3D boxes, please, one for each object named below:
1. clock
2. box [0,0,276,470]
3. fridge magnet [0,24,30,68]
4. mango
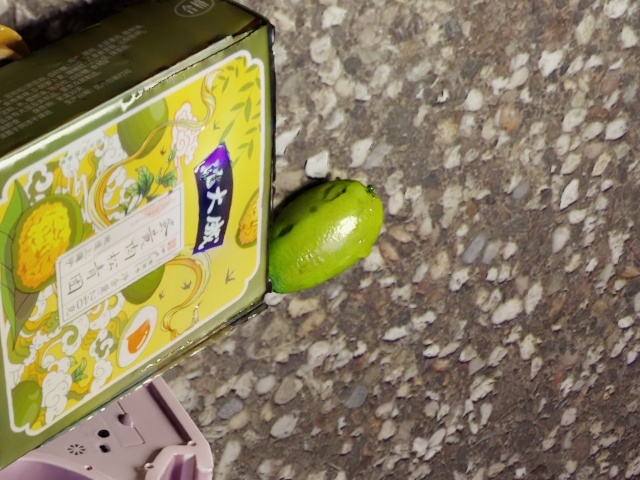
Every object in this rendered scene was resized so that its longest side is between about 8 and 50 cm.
[{"bbox_3d":[-0.255,0.257,1.948,0.275,0.290,0.080,-10,124,-30],"label":"clock"},{"bbox_3d":[-0.231,-0.017,1.831,0.420,0.138,0.373,-33,138,-37],"label":"box"},{"bbox_3d":[-0.339,-0.146,1.767,0.143,0.063,0.143,-32,139,-33],"label":"fridge magnet"},{"bbox_3d":[0.000,0.000,2.151,0.178,0.100,0.119,-37,138,-8],"label":"mango"}]
